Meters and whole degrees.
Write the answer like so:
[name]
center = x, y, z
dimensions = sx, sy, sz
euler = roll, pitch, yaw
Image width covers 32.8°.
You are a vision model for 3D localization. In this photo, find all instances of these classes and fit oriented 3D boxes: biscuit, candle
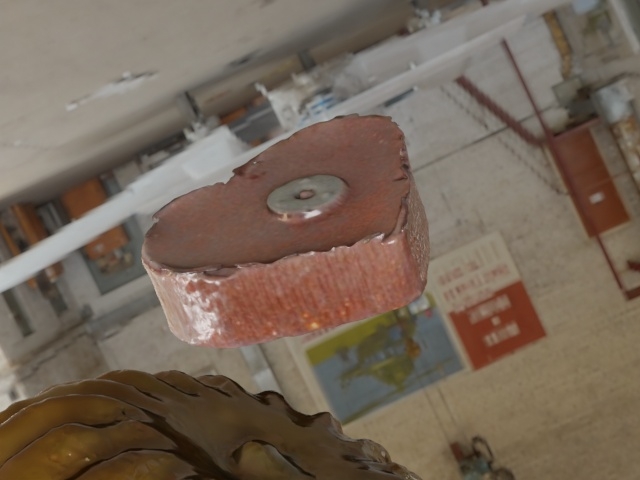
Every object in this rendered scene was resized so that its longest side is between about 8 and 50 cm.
[biscuit]
center = -0.045, 0.162, 0.635
dimensions = 0.326, 0.325, 0.107
euler = -61, 173, -83
[candle]
center = 0.000, 0.000, 1.103
dimensions = 0.317, 0.131, 0.287
euler = -38, -148, -29
